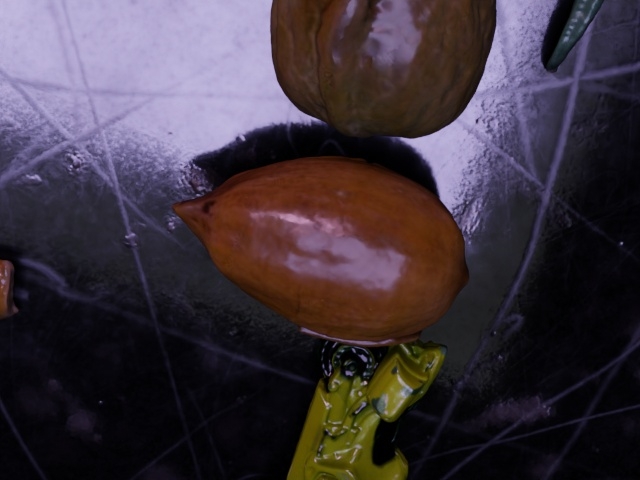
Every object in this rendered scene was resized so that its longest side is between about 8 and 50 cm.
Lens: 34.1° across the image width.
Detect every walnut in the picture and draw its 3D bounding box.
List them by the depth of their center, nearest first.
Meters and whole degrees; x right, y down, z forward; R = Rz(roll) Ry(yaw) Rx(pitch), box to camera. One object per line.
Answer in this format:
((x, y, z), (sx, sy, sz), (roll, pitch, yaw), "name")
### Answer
((0.068, -0.240, 1.068), (0.227, 0.283, 0.283), (19, 111, 25), "walnut")
((0.000, 0.000, 1.167), (0.336, 0.209, 0.209), (15, 108, -6), "walnut")

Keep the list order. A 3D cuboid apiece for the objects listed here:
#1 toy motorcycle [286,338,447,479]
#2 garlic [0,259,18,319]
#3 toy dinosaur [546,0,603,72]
((0.056, 0.261, 1.289), (0.206, 0.142, 0.342), (17, 110, -8), "toy motorcycle")
((-0.518, 0.052, 1.233), (0.318, 0.112, 0.143), (9, 107, -16), "garlic")
((0.291, -0.319, 1.109), (0.120, 0.079, 0.292), (5, 111, -47), "toy dinosaur")
